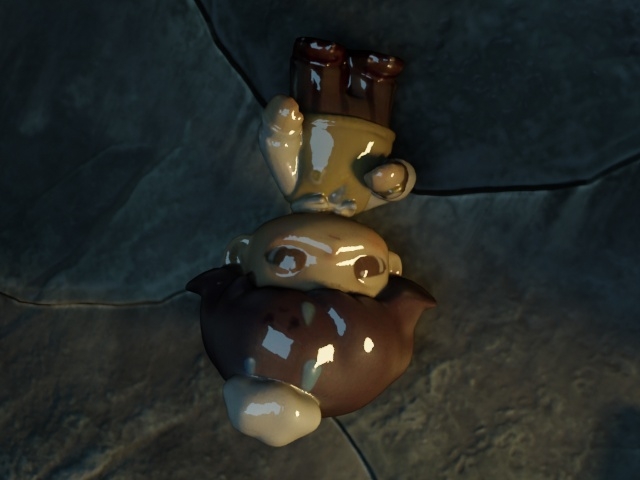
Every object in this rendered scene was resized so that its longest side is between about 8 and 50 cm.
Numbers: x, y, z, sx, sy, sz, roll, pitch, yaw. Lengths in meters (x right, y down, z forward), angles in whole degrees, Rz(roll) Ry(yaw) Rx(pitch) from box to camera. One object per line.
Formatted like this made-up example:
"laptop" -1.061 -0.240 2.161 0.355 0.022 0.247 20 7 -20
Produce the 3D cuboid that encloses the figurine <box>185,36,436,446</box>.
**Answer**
"figurine" 0.013 0.000 1.440 0.206 0.218 0.365 32 111 51
